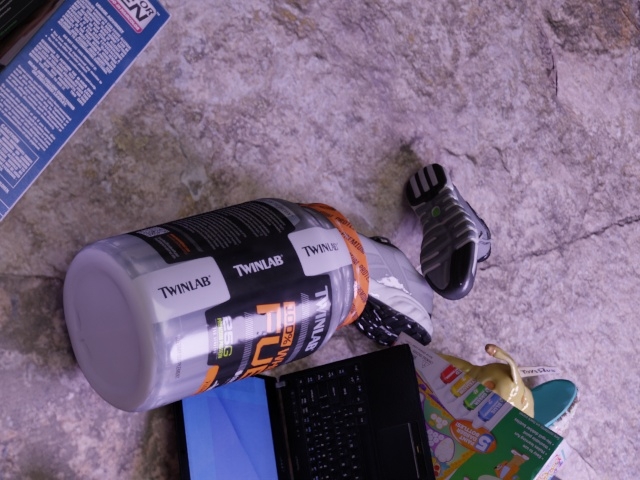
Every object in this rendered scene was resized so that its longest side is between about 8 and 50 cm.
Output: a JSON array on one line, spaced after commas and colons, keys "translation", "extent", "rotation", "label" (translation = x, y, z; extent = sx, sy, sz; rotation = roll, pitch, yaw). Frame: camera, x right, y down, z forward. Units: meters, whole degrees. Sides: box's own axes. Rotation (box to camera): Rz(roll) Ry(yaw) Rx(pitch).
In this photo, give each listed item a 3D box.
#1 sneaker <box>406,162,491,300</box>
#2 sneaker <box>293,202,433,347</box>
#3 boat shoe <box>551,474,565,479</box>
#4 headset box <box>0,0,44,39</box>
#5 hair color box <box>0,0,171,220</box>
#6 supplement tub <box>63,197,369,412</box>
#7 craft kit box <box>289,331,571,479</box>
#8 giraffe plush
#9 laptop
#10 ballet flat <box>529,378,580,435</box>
[{"translation": [0.190, 0.008, 2.114], "extent": [0.132, 0.086, 0.228], "rotation": [41, 28, -39], "label": "sneaker"}, {"translation": [0.045, 0.032, 2.027], "extent": [0.271, 0.100, 0.108], "rotation": [40, 48, -33], "label": "sneaker"}, {"translation": [0.325, 0.349, 2.213], "extent": [0.137, 0.049, 0.043], "rotation": [34, 21, -28], "label": "boat shoe"}, {"translation": [-0.453, -0.294, 1.655], "extent": [0.283, 0.131, 0.246], "rotation": [52, 54, -19], "label": "headset box"}, {"translation": [-0.323, -0.143, 1.701], "extent": [0.105, 0.174, 0.347], "rotation": [48, 54, -20], "label": "hair color box"}, {"translation": [-0.111, 0.062, 1.807], "extent": [0.316, 0.193, 0.193], "rotation": [-17, 91, -36], "label": "supplement tub"}, {"translation": [0.122, 0.271, 1.893], "extent": [0.246, 0.250, 0.061], "rotation": [-53, 151, -8], "label": "craft kit box"}, {"translation": [0.197, 0.245, 2.013], "extent": [0.181, 0.210, 0.170], "rotation": [35, 55, -31], "label": "giraffe plush"}, {"translation": [-0.018, 0.232, 1.848], "extent": [0.136, 0.264, 0.234], "rotation": [55, 23, -60], "label": "laptop"}, {"translation": [0.265, 0.274, 2.169], "extent": [0.241, 0.091, 0.077], "rotation": [-34, 133, -35], "label": "ballet flat"}]
